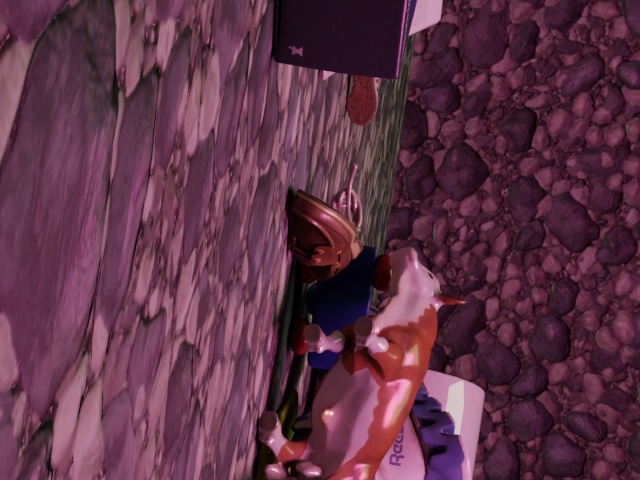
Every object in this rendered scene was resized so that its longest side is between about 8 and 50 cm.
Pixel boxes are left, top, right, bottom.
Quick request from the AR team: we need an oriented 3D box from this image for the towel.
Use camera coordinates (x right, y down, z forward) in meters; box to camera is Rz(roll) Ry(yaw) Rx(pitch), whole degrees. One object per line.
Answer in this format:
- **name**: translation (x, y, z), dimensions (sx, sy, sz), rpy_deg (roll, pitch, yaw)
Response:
- **towel**: translation (-0.046, 0.242, 1.681), dimensions (0.237, 0.021, 0.102), rpy_deg (-47, 146, -81)

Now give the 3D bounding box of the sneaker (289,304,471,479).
- **sneaker**: translation (0.030, 0.200, 1.742), dimensions (0.315, 0.182, 0.127), rpy_deg (-126, -149, -48)

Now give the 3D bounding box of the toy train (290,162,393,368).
- **toy train**: translation (0.027, 0.012, 1.707), dimensions (0.143, 0.105, 0.248), rpy_deg (-97, -166, -71)

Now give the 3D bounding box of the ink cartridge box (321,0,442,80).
- **ink cartridge box**: translation (0.061, -0.351, 1.605), dimensions (0.261, 0.066, 0.296), rpy_deg (-32, 136, -48)

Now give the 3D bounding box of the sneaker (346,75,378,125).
- **sneaker**: translation (0.060, -0.213, 1.930), dimensions (0.067, 0.042, 0.118), rpy_deg (-69, 165, -52)

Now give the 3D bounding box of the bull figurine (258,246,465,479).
- **bull figurine**: translation (0.042, 0.152, 1.566), dimensions (0.188, 0.101, 0.310), rpy_deg (19, 92, -57)

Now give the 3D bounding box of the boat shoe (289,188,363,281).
- **boat shoe**: translation (0.000, 0.000, 1.535), dimensions (0.060, 0.064, 0.178), rpy_deg (-54, 161, -8)

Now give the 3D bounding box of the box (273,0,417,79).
- **box**: translation (0.034, -0.255, 1.247), dimensions (0.207, 0.108, 0.153), rpy_deg (-75, 173, -50)

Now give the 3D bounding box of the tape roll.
- **tape roll**: translation (0.099, 0.276, 2.074), dimensions (0.246, 0.246, 0.169), rpy_deg (78, 21, -75)
